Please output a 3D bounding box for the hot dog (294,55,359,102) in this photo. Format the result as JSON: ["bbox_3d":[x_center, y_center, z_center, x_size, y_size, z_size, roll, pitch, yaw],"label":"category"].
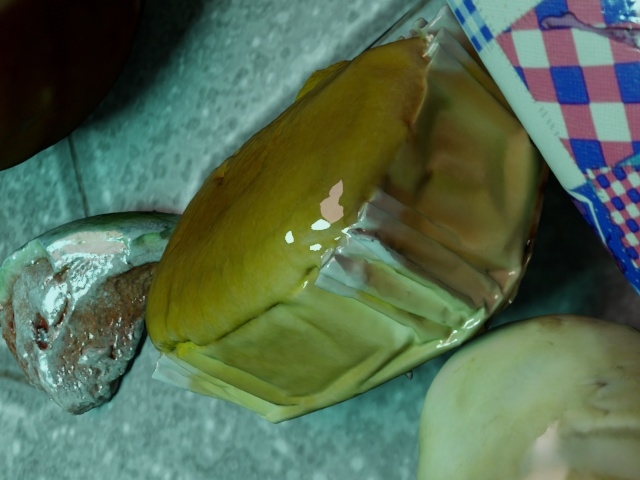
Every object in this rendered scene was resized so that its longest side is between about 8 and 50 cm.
[{"bbox_3d":[0.093,-0.073,0.615,0.286,0.061,0.087,-11,80,42],"label":"hot dog"}]

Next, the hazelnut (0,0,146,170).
[{"bbox_3d":[-0.318,-0.221,0.826,0.359,0.409,0.359,-46,19,21],"label":"hazelnut"}]

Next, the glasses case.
[{"bbox_3d":[0.134,-0.069,0.469,0.327,0.076,0.125,59,148,4],"label":"glasses case"}]

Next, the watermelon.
[{"bbox_3d":[-0.166,0.046,0.813,0.187,0.071,0.139,-21,67,37],"label":"watermelon"}]

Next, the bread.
[{"bbox_3d":[0.000,0.000,0.588,0.241,0.107,0.136,-31,33,56],"label":"bread"}]

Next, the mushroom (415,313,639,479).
[{"bbox_3d":[0.102,0.100,0.509,0.148,0.112,0.148,-19,61,40],"label":"mushroom"}]
